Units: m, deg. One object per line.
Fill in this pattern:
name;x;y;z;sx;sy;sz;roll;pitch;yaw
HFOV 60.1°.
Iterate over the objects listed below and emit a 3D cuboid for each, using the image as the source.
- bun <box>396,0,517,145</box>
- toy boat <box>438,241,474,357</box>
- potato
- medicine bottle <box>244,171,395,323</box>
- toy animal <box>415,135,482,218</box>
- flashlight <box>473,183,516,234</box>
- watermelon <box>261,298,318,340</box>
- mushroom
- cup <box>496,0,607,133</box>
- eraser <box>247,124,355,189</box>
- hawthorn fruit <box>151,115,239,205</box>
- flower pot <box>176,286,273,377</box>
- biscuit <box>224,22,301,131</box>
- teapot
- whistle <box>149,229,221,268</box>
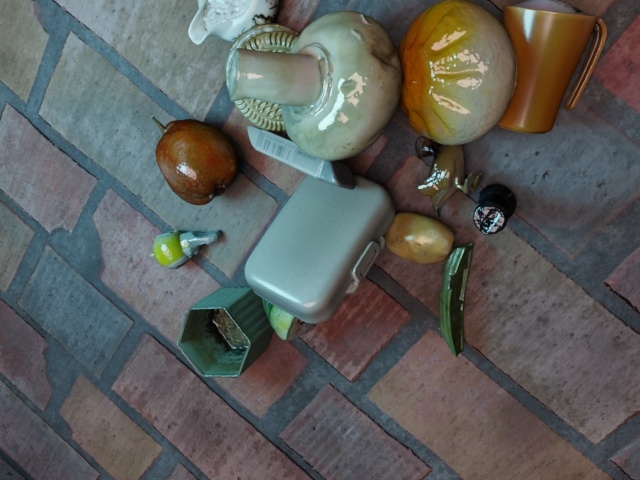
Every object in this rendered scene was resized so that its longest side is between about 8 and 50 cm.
bun;0.253;-0.343;1.166;0.299;0.164;0.299;32;129;52
toy boat;0.335;0.147;1.380;0.055;0.093;0.293;13;110;36
potato;0.238;-0.005;1.362;0.178;0.109;0.119;17;133;21
medicine bottle;0.000;0.000;1.329;0.282;0.123;0.375;25;70;28
toy animal;0.282;-0.154;1.323;0.179;0.089;0.188;33;115;28
flashlight;0.382;-0.065;1.221;0.092;0.232;0.093;6;108;21
watermelon;-0.056;0.130;1.513;0.262;0.201;0.213;53;125;47
mushroom;0.003;-0.323;1.200;0.355;0.315;0.316;-11;101;14
cup;0.471;-0.366;1.155;0.226;0.182;0.264;1;116;-12
eraser;-0.053;-0.206;1.352;0.351;0.089;0.061;29;103;37
hawthorn fruit;-0.343;-0.230;1.463;0.210;0.210;0.262;-41;91;25
flower pot;-0.263;0.259;1.584;0.239;0.189;0.210;-6;102;21
biscuit;-0.109;-0.396;1.357;0.258;0.079;0.259;-2;118;-4
teapot;-0.197;-0.607;1.334;0.208;0.165;0.300;50;126;14
whistle;-0.394;0.021;1.615;0.222;0.123;0.123;-14;100;8
